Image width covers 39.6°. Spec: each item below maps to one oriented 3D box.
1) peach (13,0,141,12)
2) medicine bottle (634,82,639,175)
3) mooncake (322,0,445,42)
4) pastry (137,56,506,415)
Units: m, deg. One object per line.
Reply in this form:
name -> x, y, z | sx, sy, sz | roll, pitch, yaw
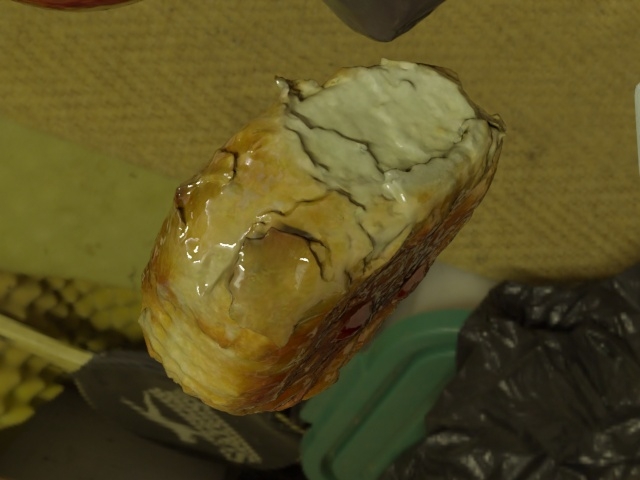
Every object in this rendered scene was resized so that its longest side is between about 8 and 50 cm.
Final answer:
peach -> -0.103, -0.249, 0.412 | 0.248, 0.275, 0.245 | 19, 154, -33
medicine bottle -> 0.665, -0.159, 1.641 | 0.111, 0.161, 0.296 | -31, 126, -20
mooncake -> 0.044, -0.302, 0.790 | 0.133, 0.245, 0.245 | -38, 127, -5
pastry -> 0.000, 0.000, 0.467 | 0.100, 0.229, 0.218 | 47, 106, 17
